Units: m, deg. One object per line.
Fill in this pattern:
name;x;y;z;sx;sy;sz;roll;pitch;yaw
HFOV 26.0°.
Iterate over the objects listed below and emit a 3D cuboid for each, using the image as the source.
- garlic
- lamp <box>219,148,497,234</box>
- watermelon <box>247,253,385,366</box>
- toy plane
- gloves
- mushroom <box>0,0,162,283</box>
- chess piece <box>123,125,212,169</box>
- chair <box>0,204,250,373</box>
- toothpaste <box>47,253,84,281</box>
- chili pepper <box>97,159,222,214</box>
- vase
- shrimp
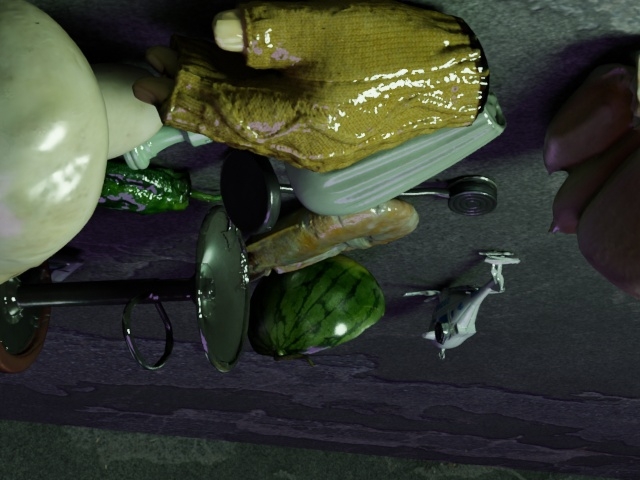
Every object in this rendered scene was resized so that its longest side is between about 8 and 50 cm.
garlic;0.369;-0.059;1.530;0.132;0.279;0.325;-20;158;-17
lamp;0.055;-0.038;1.777;0.371;0.109;0.130;11;148;-25
watermelon;-0.018;0.085;2.058;0.204;0.127;0.232;6;-152;43
toy plane;0.244;0.106;2.211;0.182;0.107;0.273;8;155;-37
gloves;-0.009;-0.154;1.382;0.356;0.155;0.203;1;161;-5
mushroom;-0.304;-0.120;1.391;0.314;0.315;0.336;-16;-173;38
chess piece;-0.180;-0.124;1.619;0.103;0.067;0.067;-12;159;7
chair;-0.315;0.070;1.894;0.400;0.227;0.226;-1;161;15
toothpaste;-0.542;0.023;2.028;0.392;0.061;0.098;10;157;-31
chili pepper;-0.257;-0.065;1.781;0.278;0.065;0.122;5;170;-8
vase;0.085;-0.113;1.563;0.248;0.128;0.128;-19;155;23
shrimp;0.000;0.000;1.953;0.317;0.077;0.168;-20;156;37
